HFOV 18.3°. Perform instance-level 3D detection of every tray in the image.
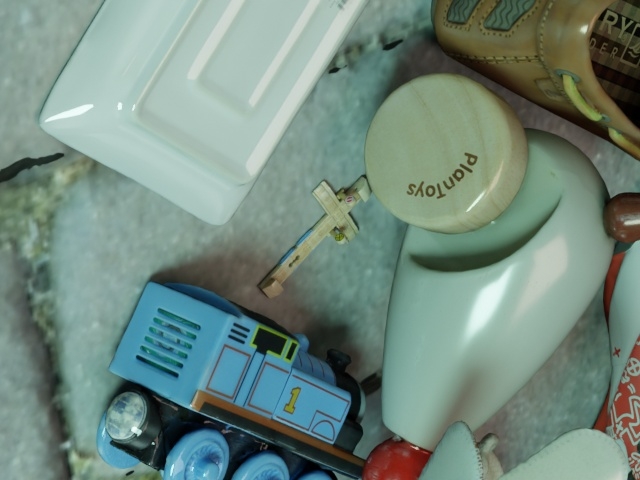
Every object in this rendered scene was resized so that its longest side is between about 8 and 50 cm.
[{"bbox_3d":[-0.014,-0.139,0.967,0.145,0.030,0.270,30,92,-49],"label":"tray"}]

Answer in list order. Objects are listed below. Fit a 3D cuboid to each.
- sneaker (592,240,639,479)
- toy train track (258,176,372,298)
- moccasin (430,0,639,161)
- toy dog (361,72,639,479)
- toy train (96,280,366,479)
[{"bbox_3d":[0.232,0.111,1.245,0.090,0.145,0.270,1,116,-20],"label":"sneaker"},{"bbox_3d":[0.000,0.000,1.075,0.083,0.014,0.048,-47,137,-10],"label":"toy train track"},{"bbox_3d":[0.232,-0.097,1.129,0.380,0.147,0.139,21,99,-47],"label":"moccasin"},{"bbox_3d":[0.107,0.078,1.051,0.220,0.161,0.333,-19,114,-55],"label":"toy dog"},{"bbox_3d":[-0.039,0.093,1.050,0.184,0.080,0.105,29,85,-50],"label":"toy train"}]
